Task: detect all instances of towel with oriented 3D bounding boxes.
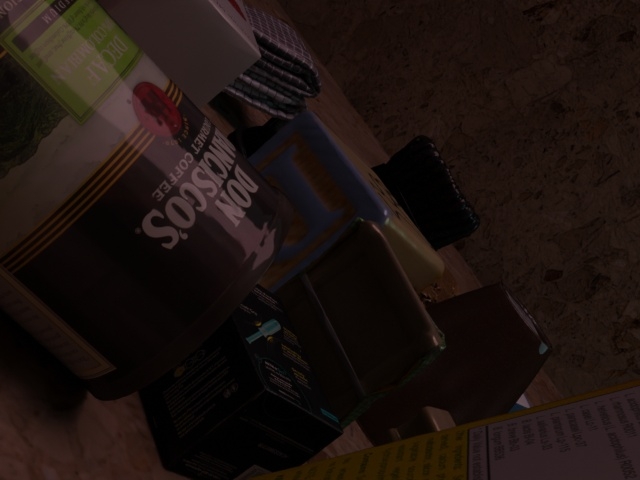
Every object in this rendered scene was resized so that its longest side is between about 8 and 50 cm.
[{"bbox_3d":[-0.140,-0.344,1.728,0.284,0.121,0.235,26,22,-24],"label":"towel"}]

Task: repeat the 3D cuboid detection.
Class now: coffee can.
[{"bbox_3d":[-0.183,-0.053,0.686,0.275,0.201,0.201,46,13,-19],"label":"coffee can"}]

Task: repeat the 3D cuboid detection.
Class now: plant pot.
[{"bbox_3d":[0.170,0.163,1.269,0.215,0.230,0.215,48,12,-14],"label":"plant pot"}]

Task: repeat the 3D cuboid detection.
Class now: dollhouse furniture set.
[{"bbox_3d":[0.059,0.164,0.901,0.151,0.197,0.301,33,26,-52],"label":"dollhouse furniture set"}]

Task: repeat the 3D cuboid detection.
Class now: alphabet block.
[{"bbox_3d":[0.000,0.000,1.183,0.192,0.193,0.197,57,11,32],"label":"alphabet block"}]

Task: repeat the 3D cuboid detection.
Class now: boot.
[{"bbox_3d":[0.048,-0.091,1.489,0.348,0.260,0.131,53,12,8],"label":"boot"}]

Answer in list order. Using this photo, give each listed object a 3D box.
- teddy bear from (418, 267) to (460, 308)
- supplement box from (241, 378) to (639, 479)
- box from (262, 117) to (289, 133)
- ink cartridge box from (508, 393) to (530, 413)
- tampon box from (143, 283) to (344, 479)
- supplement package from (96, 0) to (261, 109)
[{"bbox_3d":[0.180,0.164,1.655,0.245,0.113,0.338,30,31,-41],"label":"teddy bear"},{"bbox_3d":[0.106,0.209,0.503,0.194,0.357,0.195,-44,117,-77],"label":"supplement box"},{"bbox_3d":[-0.030,-0.157,1.841,0.180,0.077,0.147,49,13,-10],"label":"box"},{"bbox_3d":[0.213,0.250,1.417,0.090,0.143,0.092,27,21,-21],"label":"ink cartridge box"},{"bbox_3d":[-0.077,0.110,0.828,0.120,0.101,0.161,39,16,-47],"label":"tampon box"},{"bbox_3d":[-0.215,-0.308,1.375,0.177,0.175,0.293,45,14,-30],"label":"supplement package"}]
